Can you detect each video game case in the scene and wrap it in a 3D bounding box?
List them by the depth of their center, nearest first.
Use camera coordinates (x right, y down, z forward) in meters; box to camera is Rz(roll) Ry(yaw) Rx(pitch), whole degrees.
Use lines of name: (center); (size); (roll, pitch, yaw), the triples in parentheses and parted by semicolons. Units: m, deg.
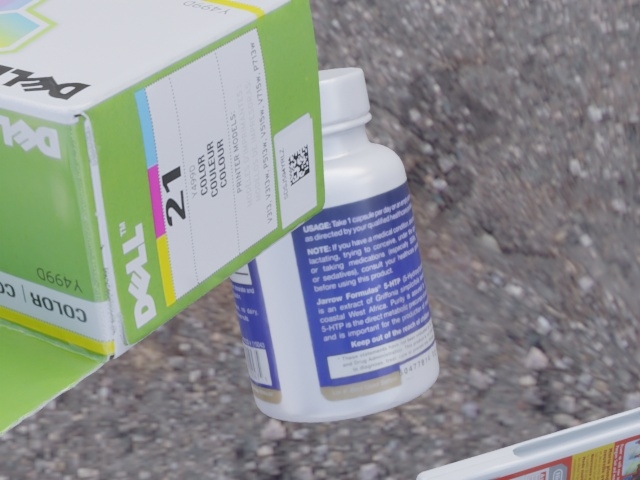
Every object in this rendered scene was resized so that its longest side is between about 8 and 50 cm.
video game case: (0.202, 0.226, 1.124); (0.285, 0.025, 0.204); (-13, 121, -20)

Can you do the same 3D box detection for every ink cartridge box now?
ink cartridge box: (-0.145, -0.020, 0.510); (0.188, 0.255, 0.097); (15, 124, 31)

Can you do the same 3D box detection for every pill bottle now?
pill bottle: (0.000, 0.000, 0.848); (0.112, 0.112, 0.187); (-8, 101, 12)
